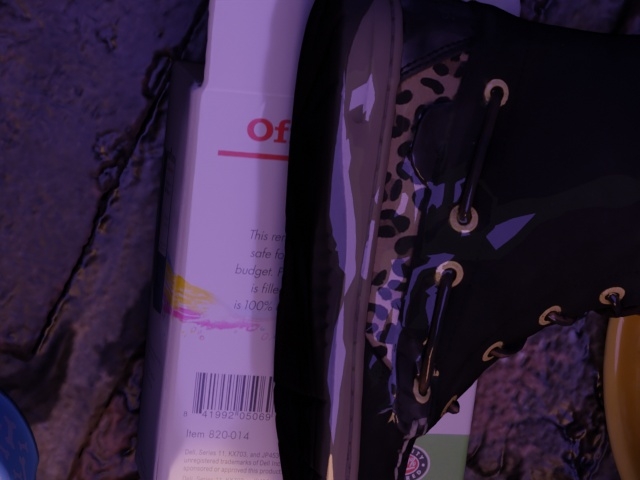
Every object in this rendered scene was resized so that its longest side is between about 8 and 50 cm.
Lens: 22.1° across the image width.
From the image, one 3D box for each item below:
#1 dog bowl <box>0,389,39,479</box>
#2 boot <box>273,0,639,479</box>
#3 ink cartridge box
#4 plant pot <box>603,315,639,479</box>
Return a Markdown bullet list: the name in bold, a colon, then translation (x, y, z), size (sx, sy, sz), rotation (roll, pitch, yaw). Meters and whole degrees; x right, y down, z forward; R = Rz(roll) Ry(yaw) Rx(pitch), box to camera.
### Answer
- **dog bowl**: translation (-0.253, 0.232, 1.102), size (0.166, 0.074, 0.297), rotation (-16, 106, -5)
- **boot**: translation (0.121, 0.039, 0.967), size (0.284, 0.138, 0.377), rotation (0, 98, -14)
- **ink cartridge box**: translation (0.000, 0.000, 1.059), size (0.207, 0.119, 0.353), rotation (4, 103, -13)
- **plant pot**: translation (0.355, 0.092, 1.086), size (0.239, 0.254, 0.254), rotation (4, 103, -26)
